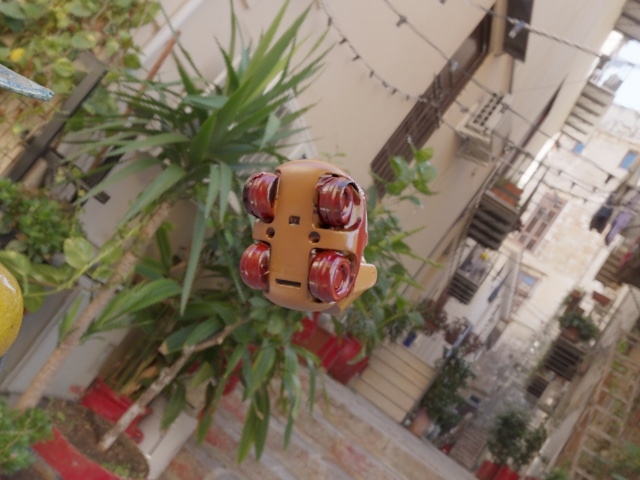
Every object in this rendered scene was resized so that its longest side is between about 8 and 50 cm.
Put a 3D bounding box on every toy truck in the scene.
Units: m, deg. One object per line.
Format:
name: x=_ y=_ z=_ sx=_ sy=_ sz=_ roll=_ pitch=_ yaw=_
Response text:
toy truck: x=0.000 y=0.000 z=1.102 sx=0.189 sy=0.264 sz=0.239 roll=8 pitch=5 yaw=28

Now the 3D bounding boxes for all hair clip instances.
hair clip: x=-0.420 y=-0.227 z=0.765 sx=0.229 sy=0.036 sz=0.066 roll=36 pitch=22 yaw=-40

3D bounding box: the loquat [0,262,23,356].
loquat: x=-0.540 y=0.107 z=0.943 sx=0.208 sy=0.208 sz=0.208 roll=36 pitch=-10 yaw=8
